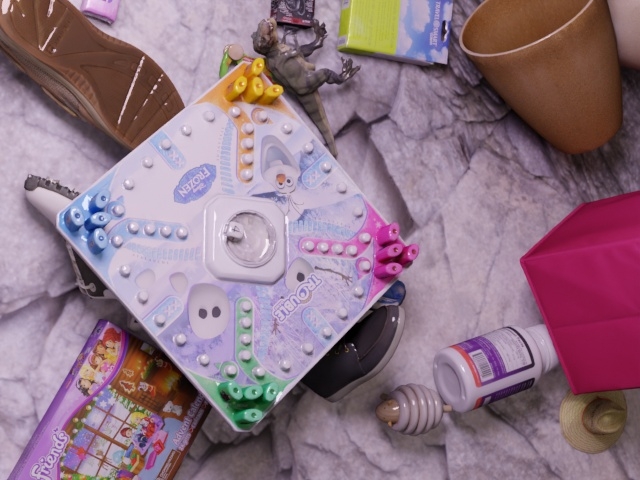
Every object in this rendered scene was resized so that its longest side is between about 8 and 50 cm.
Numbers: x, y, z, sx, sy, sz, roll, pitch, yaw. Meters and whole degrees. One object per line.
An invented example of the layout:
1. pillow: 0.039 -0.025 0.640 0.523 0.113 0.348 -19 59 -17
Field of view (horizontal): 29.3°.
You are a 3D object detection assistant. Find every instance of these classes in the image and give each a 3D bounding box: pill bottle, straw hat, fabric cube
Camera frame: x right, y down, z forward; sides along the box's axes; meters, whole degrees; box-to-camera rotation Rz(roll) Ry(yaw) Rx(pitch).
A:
1. pill bottle: 0.288 0.199 1.969 0.193 0.108 0.108 -16 97 -24
2. straw hat: 0.484 0.302 2.085 0.144 0.061 0.145 0 90 -24
3. fabric cube: 0.521 0.072 1.950 0.254 0.258 0.259 -36 106 -46

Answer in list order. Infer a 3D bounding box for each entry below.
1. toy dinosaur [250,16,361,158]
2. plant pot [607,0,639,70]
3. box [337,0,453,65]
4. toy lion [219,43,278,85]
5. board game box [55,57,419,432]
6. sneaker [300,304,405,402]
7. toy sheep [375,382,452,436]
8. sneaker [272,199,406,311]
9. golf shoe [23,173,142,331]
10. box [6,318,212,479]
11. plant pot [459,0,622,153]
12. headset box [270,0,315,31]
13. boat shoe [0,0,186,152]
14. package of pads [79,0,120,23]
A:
1. toy dinosaur: -0.012 -0.255 1.836 0.118 0.064 0.268 -48 128 -14
2. plant pot: 0.538 -0.388 2.006 0.191 0.284 0.284 -24 100 -6
3. box: 0.118 -0.339 1.923 0.178 0.042 0.109 7 88 -25
4. toy lion: -0.106 -0.236 1.832 0.100 0.034 0.096 16 92 -24
5. board game box: -0.098 -0.004 1.698 0.390 0.050 0.390 50 62 -7
6. sneaker: 0.026 0.155 1.803 0.118 0.222 0.083 27 39 -19
7. toy sheep: 0.146 0.264 1.916 0.132 0.091 0.091 -4 92 -24
8. sneaker: 0.000 0.000 1.826 0.330 0.130 0.147 30 81 -21
9. golf shoe: -0.312 0.015 1.701 0.273 0.105 0.120 39 82 -19
10. box: -0.296 0.287 1.732 0.201 0.057 0.293 33 78 -20
11. plant pot: 0.382 -0.270 1.963 0.237 0.237 0.254 -43 121 -18
12. headset box: -0.042 -0.359 1.856 0.062 0.032 0.083 3 90 -24
13. boat shoe: -0.320 -0.230 1.692 0.341 0.110 0.122 44 67 -29
14. package of pads: -0.307 -0.354 1.736 0.050 0.032 0.083 16 84 -25
